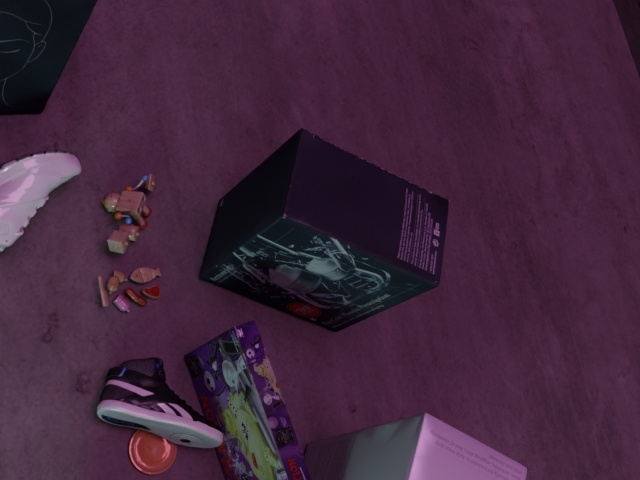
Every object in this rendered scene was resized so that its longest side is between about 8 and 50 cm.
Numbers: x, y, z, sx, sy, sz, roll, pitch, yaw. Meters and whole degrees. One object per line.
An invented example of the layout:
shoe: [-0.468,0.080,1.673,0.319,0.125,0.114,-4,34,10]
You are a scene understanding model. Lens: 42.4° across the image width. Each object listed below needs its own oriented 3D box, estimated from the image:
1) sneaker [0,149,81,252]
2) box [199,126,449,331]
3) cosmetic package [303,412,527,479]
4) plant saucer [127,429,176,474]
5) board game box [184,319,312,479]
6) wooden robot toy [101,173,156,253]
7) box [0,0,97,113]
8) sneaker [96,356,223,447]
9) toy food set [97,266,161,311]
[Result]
sneaker: [-0.518,-0.056,1.349,0.297,0.111,0.129,-33,102,-31]
box: [0.000,0.000,1.492,0.312,0.343,0.179,24,60,-22]
cosmetic package: [0.127,0.423,1.368,0.217,0.385,0.156,32,57,-18]
plant saucer: [-0.278,0.347,1.373,0.083,0.013,0.084,13,63,-27]
board game box: [-0.114,0.324,1.367,0.056,0.208,0.347,-15,78,-33]
wooden robot toy: [-0.354,-0.053,1.477,0.079,0.076,0.173,9,60,10]
box: [-0.606,-0.412,1.195,0.479,0.471,0.298,-8,75,-35]
sneaker: [-0.253,0.261,1.376,0.216,0.079,0.121,23,50,-21]
toy food set: [-0.332,0.088,1.446,0.122,0.019,0.078,-1,71,-41]
